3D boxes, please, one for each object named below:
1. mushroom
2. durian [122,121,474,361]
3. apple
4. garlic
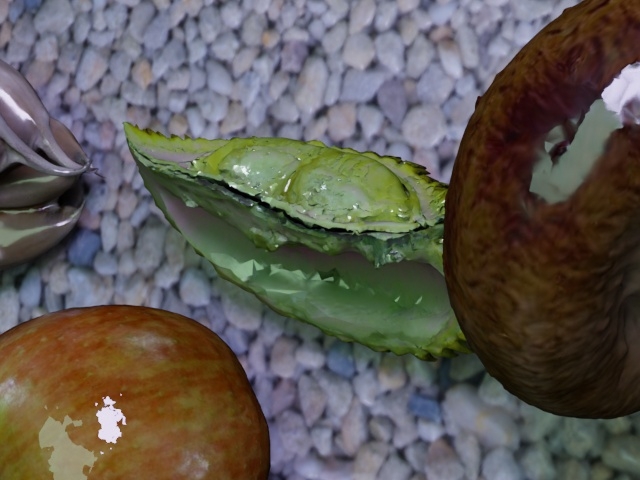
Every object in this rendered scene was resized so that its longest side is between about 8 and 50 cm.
[{"bbox_3d":[0.252,0.013,1.270,0.331,0.334,0.356,-27,57,19],"label":"mushroom"},{"bbox_3d":[0.000,0.000,1.520,0.352,0.169,0.158,18,96,32],"label":"durian"},{"bbox_3d":[-0.178,0.189,1.597,0.309,0.250,0.277,-14,94,53],"label":"apple"},{"bbox_3d":[-0.341,-0.068,1.719,0.292,0.210,0.237,-27,99,27],"label":"garlic"}]
